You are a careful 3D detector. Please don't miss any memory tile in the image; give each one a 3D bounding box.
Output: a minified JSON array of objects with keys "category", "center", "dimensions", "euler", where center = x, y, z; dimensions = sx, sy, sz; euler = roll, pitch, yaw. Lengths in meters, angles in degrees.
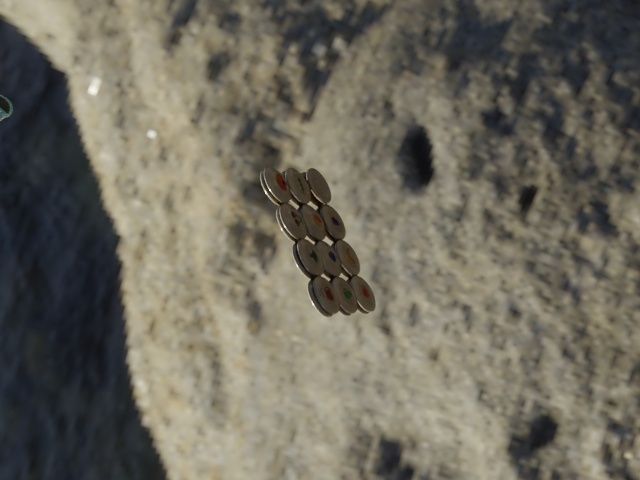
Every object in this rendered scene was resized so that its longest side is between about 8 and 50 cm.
[{"category":"memory tile","center":[0.000,0.000,1.569],"dimensions":[0.012,0.113,0.148],"euler":[-30,75,24]}]

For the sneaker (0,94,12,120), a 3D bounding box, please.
[{"category":"sneaker","center":[-0.383,-0.134,1.908],"dimensions":[0.069,0.098,0.038],"euler":[104,159,-76]}]
